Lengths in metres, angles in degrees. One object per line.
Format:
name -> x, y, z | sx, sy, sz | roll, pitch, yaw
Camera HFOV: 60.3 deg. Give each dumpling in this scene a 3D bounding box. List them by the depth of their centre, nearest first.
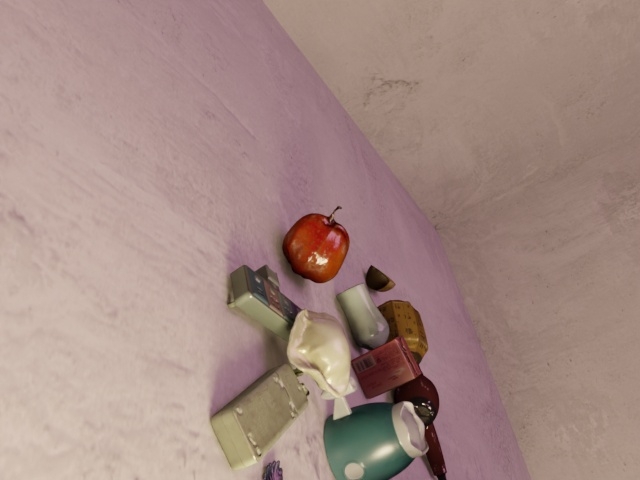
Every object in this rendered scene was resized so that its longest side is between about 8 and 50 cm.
dumpling -> -0.007, 0.214, 1.056 | 0.134, 0.100, 0.169 | 12, 75, -46

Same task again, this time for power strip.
power strip -> -0.085, 0.282, 0.944 | 0.093, 0.053, 0.288 | 62, 18, 4
power strip -> -0.106, 0.120, 1.117 | 0.216, 0.061, 0.145 | 46, 18, -41

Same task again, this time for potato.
potato -> 0.203, 0.143, 1.852 | 0.103, 0.066, 0.096 | 33, 10, -47

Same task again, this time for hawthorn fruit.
hawthorn fruit -> 0.000, 0.000, 1.334 | 0.157, 0.194, 0.157 | 28, 12, -6

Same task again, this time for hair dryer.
hair dryer -> 0.305, 0.536, 1.598 | 0.312, 0.123, 0.340 | -50, 122, -81

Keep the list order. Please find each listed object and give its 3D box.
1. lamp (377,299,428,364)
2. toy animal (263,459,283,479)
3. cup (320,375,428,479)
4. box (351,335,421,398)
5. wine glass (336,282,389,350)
lamp -> 0.228, 0.276, 1.618 | 0.161, 0.161, 0.185 | 48, 24, -37
toy animal -> -0.064, 0.428, 0.818 | 0.108, 0.062, 0.220 | 69, 7, -49
cup -> 0.119, 0.407, 1.124 | 0.300, 0.173, 0.167 | 61, 20, -8
box -> 0.164, 0.319, 1.389 | 0.060, 0.156, 0.111 | 0, 63, -61
wine glass -> 0.130, 0.235, 1.495 | 0.231, 0.103, 0.103 | 62, 18, 12
